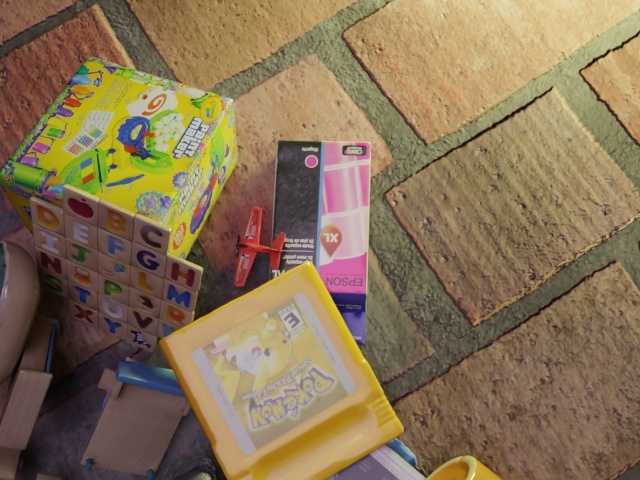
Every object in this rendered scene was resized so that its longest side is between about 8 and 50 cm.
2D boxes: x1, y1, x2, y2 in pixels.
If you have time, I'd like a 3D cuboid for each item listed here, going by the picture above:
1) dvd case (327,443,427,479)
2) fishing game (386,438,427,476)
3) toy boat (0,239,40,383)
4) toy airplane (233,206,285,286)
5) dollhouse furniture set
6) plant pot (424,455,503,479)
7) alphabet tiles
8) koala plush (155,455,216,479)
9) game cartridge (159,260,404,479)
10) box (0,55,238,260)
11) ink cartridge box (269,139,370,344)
[{"bbox_3d":[0.032,0.429,1.036,0.179,0.029,0.238,37,81,18],"label":"dvd case"},{"bbox_3d":[0.087,0.422,1.064,0.189,0.041,0.264,-26,78,0],"label":"fishing game"},{"bbox_3d":[-0.576,0.100,1.040,0.318,0.148,0.267,41,111,51],"label":"toy boat"},{"bbox_3d":[-0.110,0.012,1.123,0.028,0.151,0.151,17,76,-38],"label":"toy airplane"},{"bbox_3d":[-0.393,0.308,1.103,0.303,0.198,0.286,19,103,-23],"label":"dollhouse furniture set"},{"bbox_3d":[0.244,0.441,0.949,0.205,0.205,0.188,-39,90,-5],"label":"plant pot"},{"bbox_3d":[-0.338,0.062,1.028,0.285,0.342,0.011,23,46,2],"label":"alphabet tiles"},{"bbox_3d":[-0.194,0.488,1.016,0.196,0.203,0.221,-32,100,-1],"label":"koala plush"},{"bbox_3d":[-0.063,0.237,1.022,0.285,0.052,0.323,-28,81,-10],"label":"game cartridge"},{"bbox_3d":[-0.329,-0.126,1.085,0.279,0.177,0.289,18,59,7],"label":"box"},{"bbox_3d":[0.000,0.000,1.145,0.176,0.069,0.370,2,81,4],"label":"ink cartridge box"}]
